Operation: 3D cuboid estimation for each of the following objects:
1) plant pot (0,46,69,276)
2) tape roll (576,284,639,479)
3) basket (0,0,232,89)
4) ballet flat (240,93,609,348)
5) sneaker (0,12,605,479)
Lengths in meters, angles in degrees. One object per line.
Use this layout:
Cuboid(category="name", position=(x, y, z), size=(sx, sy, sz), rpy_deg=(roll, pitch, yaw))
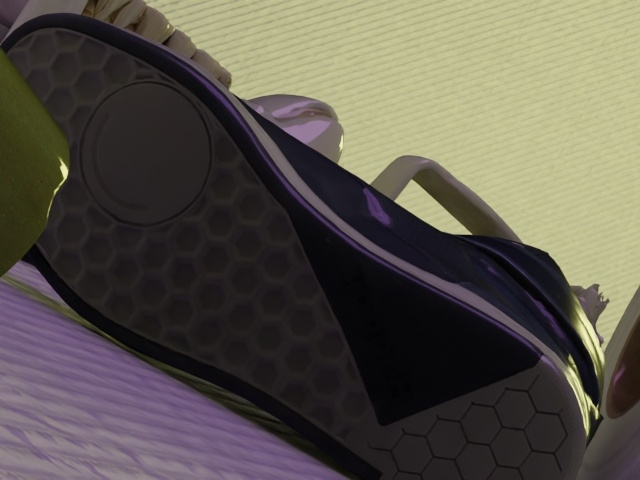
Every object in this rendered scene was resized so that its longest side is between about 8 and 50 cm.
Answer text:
Cuboid(category="plant pot", position=(-0.093, -0.027, 0.352), size=(0.083, 0.083, 0.079), rpy_deg=(27, -13, 49))
Cuboid(category="tape roll", position=(0.277, 0.089, 1.058), size=(0.169, 0.246, 0.246), rpy_deg=(28, -1, -2))
Cuboid(category="basket", position=(-0.131, -0.064, 0.712), size=(0.103, 0.113, 0.167), rpy_deg=(35, -5, -39))
Cuboid(category="ballet flat", position=(0.000, 0.000, 0.939), size=(0.409, 0.147, 0.147), rpy_deg=(28, -1, -33))
Cuboid(category="sneaker", position=(-0.001, 0.008, 0.598), size=(0.226, 0.086, 0.163), rpy_deg=(38, 12, 12))
